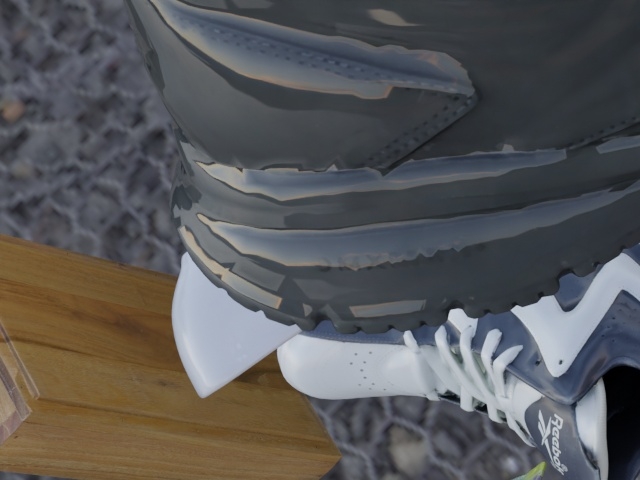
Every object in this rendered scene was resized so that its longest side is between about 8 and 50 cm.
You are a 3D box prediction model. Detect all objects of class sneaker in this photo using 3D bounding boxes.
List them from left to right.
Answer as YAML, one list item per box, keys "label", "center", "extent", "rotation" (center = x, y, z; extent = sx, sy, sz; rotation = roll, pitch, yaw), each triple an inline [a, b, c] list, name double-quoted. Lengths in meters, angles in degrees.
- label: "sneaker"
  center: [0.091, 0.067, 0.928]
  extent: [0.235, 0.094, 0.153]
  rotation: [-10, 41, 8]
- label: "sneaker"
  center: [0.090, -0.067, 0.361]
  extent: [0.286, 0.130, 0.109]
  rotation: [-13, 38, 11]

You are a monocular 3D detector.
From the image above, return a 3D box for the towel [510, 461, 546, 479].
- label: "towel"
  center: [0.167, 0.230, 1.697]
  extent: [0.060, 0.009, 0.083]
  rotation: [-32, 10, 38]

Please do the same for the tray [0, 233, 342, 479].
- label: "tray"
  center: [-0.163, 0.108, 1.622]
  extent: [0.076, 0.411, 0.203]
  rotation: [-44, 59, 19]

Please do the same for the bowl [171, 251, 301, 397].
- label: "bowl"
  center: [0.000, 0.000, 0.769]
  extent: [0.142, 0.142, 0.053]
  rotation: [-38, 87, 7]
